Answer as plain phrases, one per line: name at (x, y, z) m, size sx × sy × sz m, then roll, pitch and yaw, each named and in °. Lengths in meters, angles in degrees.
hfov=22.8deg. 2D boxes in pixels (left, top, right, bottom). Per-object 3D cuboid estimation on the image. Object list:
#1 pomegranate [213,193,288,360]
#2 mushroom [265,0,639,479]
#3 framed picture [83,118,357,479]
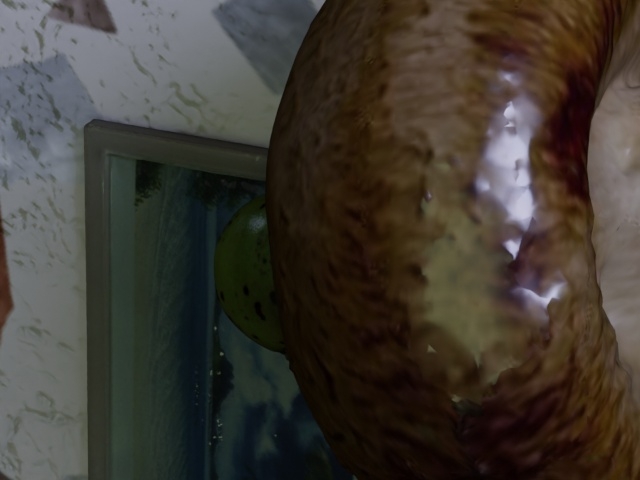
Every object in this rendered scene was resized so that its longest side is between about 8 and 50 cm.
pomegranate at (0.000, 0.000, 0.903) m, size 0.114 × 0.114 × 0.142 m, roll 7°, pitch 83°, yaw 18°
mushroom at (0.162, 0.001, 0.752) m, size 0.356 × 0.334 × 0.331 m, roll 11°, pitch 134°, yaw 16°
framed picture at (-0.045, 0.089, 1.020) m, size 0.232 × 0.024 × 0.315 m, roll 10°, pitch 112°, yaw 18°
